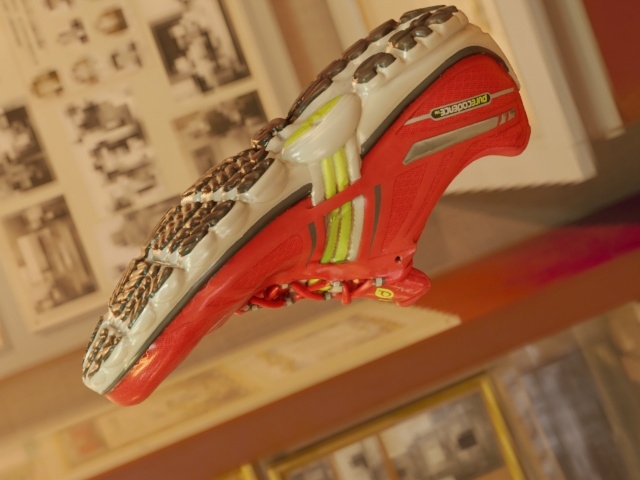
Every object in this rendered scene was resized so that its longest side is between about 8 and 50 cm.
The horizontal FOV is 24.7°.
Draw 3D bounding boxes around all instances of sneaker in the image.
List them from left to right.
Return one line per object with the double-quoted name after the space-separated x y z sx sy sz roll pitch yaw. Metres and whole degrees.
0.000 0.000 0.757 0.118 0.279 0.107 50 175 -15 "sneaker"
